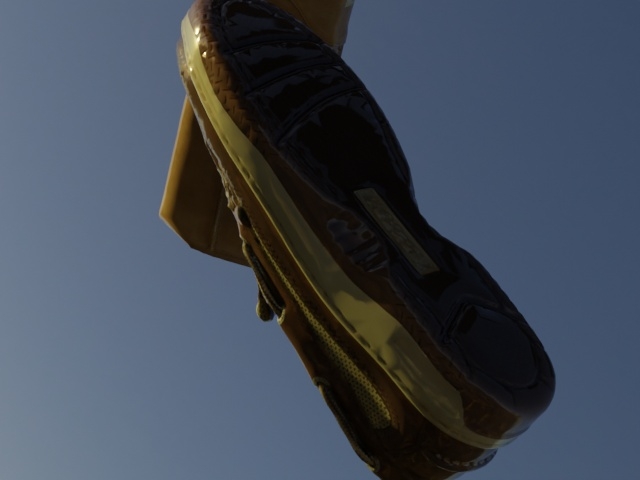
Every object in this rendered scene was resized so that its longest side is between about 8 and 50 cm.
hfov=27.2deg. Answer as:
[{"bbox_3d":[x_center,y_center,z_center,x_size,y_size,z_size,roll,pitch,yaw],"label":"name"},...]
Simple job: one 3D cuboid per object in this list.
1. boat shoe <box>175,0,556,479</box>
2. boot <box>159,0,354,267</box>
[{"bbox_3d":[-0.006,0.000,0.598,0.095,0.095,0.257,-52,-124,35],"label":"boat shoe"},{"bbox_3d":[-0.090,-0.124,0.999,0.236,0.089,0.269,18,-62,9],"label":"boot"}]
